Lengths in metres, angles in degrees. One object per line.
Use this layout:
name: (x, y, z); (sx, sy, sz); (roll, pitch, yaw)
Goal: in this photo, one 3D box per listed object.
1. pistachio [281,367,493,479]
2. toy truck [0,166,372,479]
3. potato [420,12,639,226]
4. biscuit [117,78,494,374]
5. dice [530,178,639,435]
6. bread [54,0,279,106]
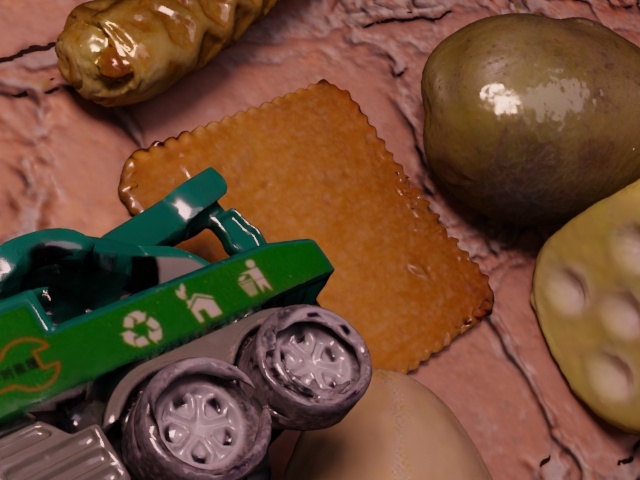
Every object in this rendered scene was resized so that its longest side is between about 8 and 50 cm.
pistachio: (0.039, 0.180, 0.496); (0.144, 0.144, 0.215); (19, 56, -22)
toy truck: (-0.136, 0.088, 0.428); (0.364, 0.176, 0.178); (-26, 70, -41)
potato: (0.200, -0.098, 0.757); (0.252, 0.159, 0.174); (-1, 88, -18)
biscuit: (0.000, 0.000, 0.661); (0.237, 0.013, 0.232); (-29, 81, -40)
dice: (0.284, 0.042, 0.712); (0.166, 0.169, 0.169); (-10, 69, -36)
bread: (-0.064, -0.209, 0.702); (0.367, 0.084, 0.077); (-51, 135, -43)
